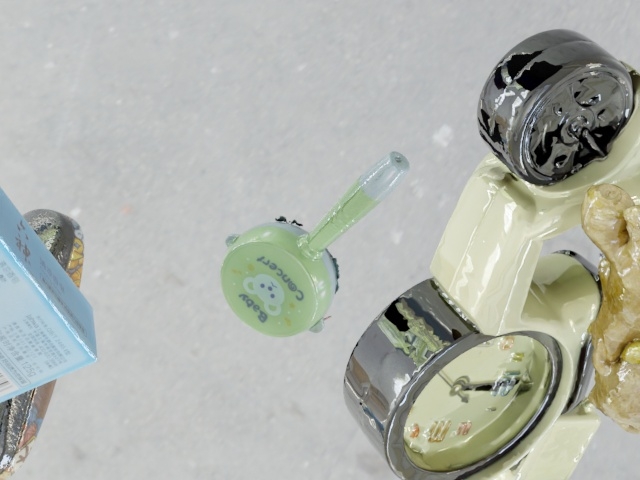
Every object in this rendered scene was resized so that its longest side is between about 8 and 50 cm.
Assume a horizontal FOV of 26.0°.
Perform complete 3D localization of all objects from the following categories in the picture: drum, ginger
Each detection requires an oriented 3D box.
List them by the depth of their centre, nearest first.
[{"bbox_3d":[0.224,0.067,0.948,0.193,0.052,0.176,42,136,9],"label":"ginger"},{"bbox_3d":[-0.017,-0.012,1.337,0.130,0.049,0.253,33,126,9],"label":"drum"}]

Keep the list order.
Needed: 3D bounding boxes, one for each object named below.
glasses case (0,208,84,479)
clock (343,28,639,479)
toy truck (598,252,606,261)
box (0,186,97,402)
[{"bbox_3d":[-0.353,0.119,1.604,0.122,0.082,0.321,1,72,41],"label":"glasses case"},{"bbox_3d":[0.175,0.030,1.061,0.120,0.276,0.379,53,125,42],"label":"clock"},{"bbox_3d":[0.326,0.031,1.410,0.083,0.039,0.044,-4,80,33],"label":"toy truck"},{"bbox_3d":[-0.331,0.049,1.334,0.143,0.083,0.232,-23,130,8],"label":"box"}]
